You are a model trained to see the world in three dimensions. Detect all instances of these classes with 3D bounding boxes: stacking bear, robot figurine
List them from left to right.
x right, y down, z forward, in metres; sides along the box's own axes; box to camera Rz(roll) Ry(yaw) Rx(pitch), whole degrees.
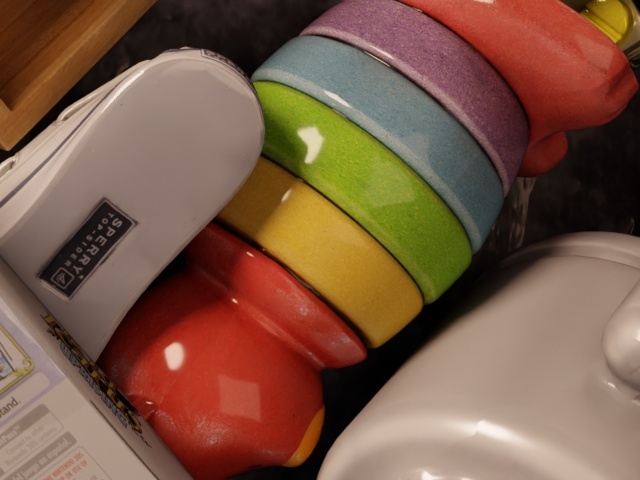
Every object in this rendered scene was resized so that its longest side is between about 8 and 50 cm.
[{"bbox_3d":[0.000,0.000,0.516,0.164,0.175,0.289,37,79,3],"label":"stacking bear"},{"bbox_3d":[0.130,0.121,0.531,0.200,0.300,0.353,36,39,12],"label":"robot figurine"}]

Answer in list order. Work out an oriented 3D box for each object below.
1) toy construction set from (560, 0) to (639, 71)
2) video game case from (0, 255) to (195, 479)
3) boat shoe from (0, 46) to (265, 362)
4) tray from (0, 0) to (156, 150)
[{"bbox_3d":[0.161,-0.214,0.617,0.328,0.151,0.215,-26,85,-46],"label":"toy construction set"},{"bbox_3d":[-0.219,0.107,0.381,0.269,0.061,0.244,-37,109,-5],"label":"video game case"},{"bbox_3d":[-0.129,0.011,0.461,0.258,0.084,0.095,-40,112,3],"label":"boat shoe"},{"bbox_3d":[-0.083,-0.262,0.470,0.411,0.076,0.203,-53,142,-22],"label":"tray"}]
